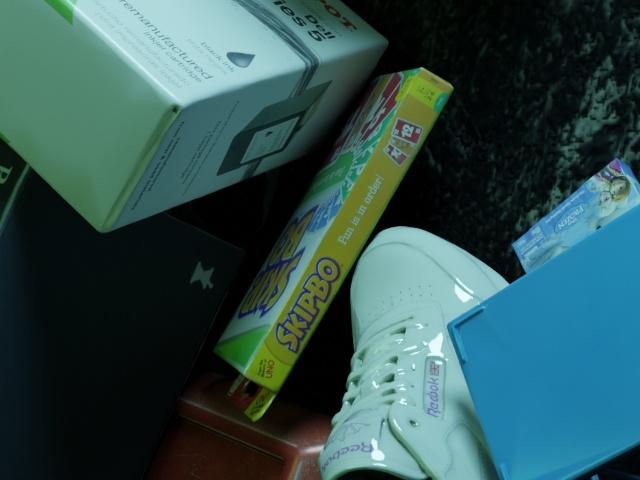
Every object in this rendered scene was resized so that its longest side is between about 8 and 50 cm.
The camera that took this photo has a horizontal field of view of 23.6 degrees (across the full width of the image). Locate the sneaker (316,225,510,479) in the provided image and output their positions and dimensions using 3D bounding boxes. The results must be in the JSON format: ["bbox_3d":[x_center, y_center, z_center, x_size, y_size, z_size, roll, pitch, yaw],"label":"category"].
[{"bbox_3d":[0.063,0.103,0.917,0.114,0.152,0.305,-39,46,28],"label":"sneaker"}]

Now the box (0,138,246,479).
[{"bbox_3d":[-0.301,0.058,1.179,0.395,0.212,0.293,20,85,45],"label":"box"}]

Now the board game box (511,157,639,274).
[{"bbox_3d":[0.172,0.010,0.952,0.090,0.020,0.090,-43,47,22],"label":"board game box"}]

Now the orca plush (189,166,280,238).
[{"bbox_3d":[-0.085,-0.148,1.226,0.151,0.102,0.287,-5,67,44],"label":"orca plush"}]

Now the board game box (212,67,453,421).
[{"bbox_3d":[0.000,0.000,1.065,0.259,0.039,0.124,-62,13,-4],"label":"board game box"}]

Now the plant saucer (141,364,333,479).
[{"bbox_3d":[-0.100,0.224,1.098,0.259,0.047,0.258,14,81,48],"label":"plant saucer"}]

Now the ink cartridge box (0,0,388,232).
[{"bbox_3d":[-0.110,-0.135,1.049,0.198,0.273,0.115,42,121,13],"label":"ink cartridge box"}]

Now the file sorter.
[{"bbox_3d":[0.180,0.065,0.847,0.170,0.104,0.118,-35,57,28],"label":"file sorter"}]
